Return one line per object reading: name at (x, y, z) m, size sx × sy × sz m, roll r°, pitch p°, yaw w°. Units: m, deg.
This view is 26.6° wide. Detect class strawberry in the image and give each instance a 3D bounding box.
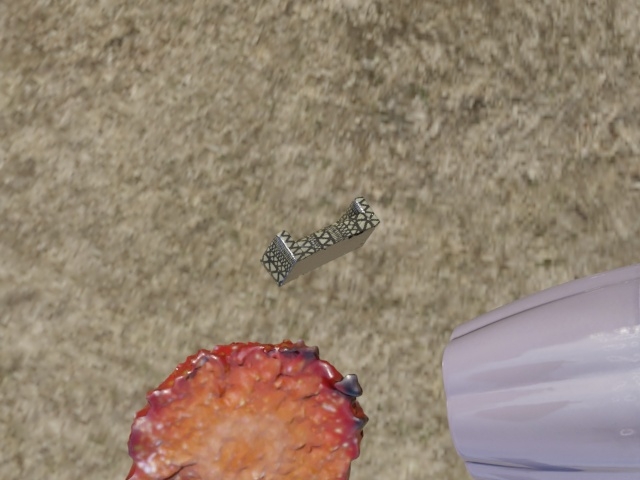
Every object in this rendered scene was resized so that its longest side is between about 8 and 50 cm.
strawberry at (-0.075, 0.159, 1.277) m, size 0.234 × 0.178 × 0.233 m, roll -5°, pitch 115°, yaw -11°

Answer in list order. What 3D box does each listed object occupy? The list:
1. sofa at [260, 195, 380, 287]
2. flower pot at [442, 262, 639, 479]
sofa at (0.000, 0.000, 1.386) m, size 0.039 × 0.118 × 0.060 m, roll 55°, pitch 146°, yaw 13°
flower pot at (0.279, 0.177, 1.553) m, size 0.243 × 0.265 × 0.265 m, roll -13°, pitch 121°, yaw 20°
